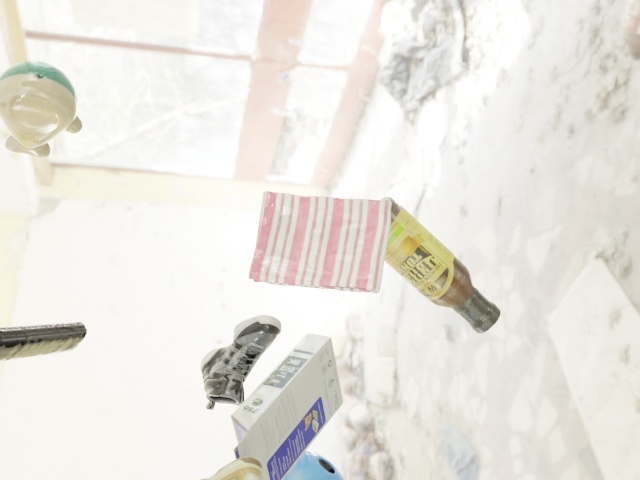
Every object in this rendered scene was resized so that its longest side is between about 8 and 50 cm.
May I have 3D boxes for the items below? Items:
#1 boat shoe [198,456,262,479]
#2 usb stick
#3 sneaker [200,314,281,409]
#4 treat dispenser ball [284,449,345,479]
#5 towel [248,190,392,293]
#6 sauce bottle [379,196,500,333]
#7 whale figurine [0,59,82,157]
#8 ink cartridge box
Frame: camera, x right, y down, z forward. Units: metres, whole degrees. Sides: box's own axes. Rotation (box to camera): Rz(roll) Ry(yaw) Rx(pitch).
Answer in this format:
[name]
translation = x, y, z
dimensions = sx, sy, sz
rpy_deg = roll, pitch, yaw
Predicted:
[boat shoe]
translation = -0.162, 0.393, 1.107
dimensions = 0.190, 0.068, 0.072
rpy_deg = -40, 33, 22
[usb stick]
translation = -0.514, 0.178, 1.337
dimensions = 0.045, 0.077, 0.278
rpy_deg = 50, -171, 13
[sneaker]
translation = -0.182, 0.293, 1.746
dimensions = 0.268, 0.101, 0.153
rpy_deg = -40, 36, 29
[treat dispenser ball]
translation = -0.068, 0.613, 1.689
dimensions = 0.288, 0.288, 0.288
rpy_deg = -176, 90, -79
[towel]
translation = 0.000, 0.000, 1.096
dimensions = 0.029, 0.197, 0.144
rpy_deg = 65, -149, -69
[sauce bottle]
translation = 0.230, 0.057, 1.551
dimensions = 0.111, 0.344, 0.111
rpy_deg = -48, 8, 9
[whale figurine]
translation = -0.654, -0.301, 1.721
dimensions = 0.272, 0.216, 0.141
rpy_deg = 128, 145, -52
[ink cartridge box]
translation = -0.070, 0.326, 1.364
dimensions = 0.333, 0.065, 0.165
rpy_deg = -42, -49, -50
